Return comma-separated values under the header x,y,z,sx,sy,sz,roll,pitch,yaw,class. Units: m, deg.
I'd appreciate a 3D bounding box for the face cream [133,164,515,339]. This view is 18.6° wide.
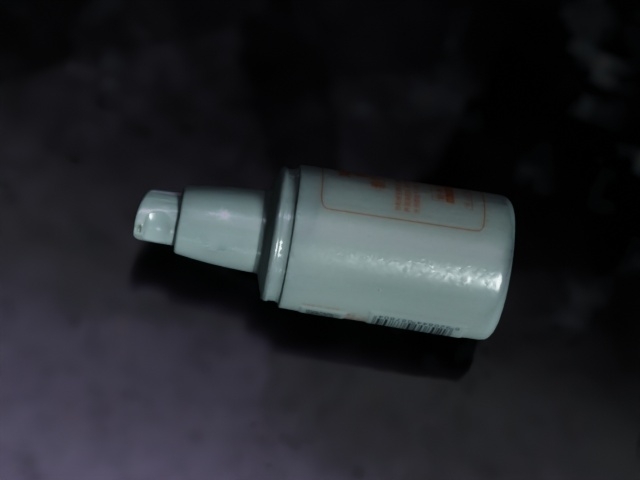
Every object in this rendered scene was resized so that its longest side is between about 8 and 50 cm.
x,y,z,sx,sy,sz,roll,pitch,yaw,class
0.000,0.000,1.319,0.252,0.101,0.101,9,69,-3,face cream
